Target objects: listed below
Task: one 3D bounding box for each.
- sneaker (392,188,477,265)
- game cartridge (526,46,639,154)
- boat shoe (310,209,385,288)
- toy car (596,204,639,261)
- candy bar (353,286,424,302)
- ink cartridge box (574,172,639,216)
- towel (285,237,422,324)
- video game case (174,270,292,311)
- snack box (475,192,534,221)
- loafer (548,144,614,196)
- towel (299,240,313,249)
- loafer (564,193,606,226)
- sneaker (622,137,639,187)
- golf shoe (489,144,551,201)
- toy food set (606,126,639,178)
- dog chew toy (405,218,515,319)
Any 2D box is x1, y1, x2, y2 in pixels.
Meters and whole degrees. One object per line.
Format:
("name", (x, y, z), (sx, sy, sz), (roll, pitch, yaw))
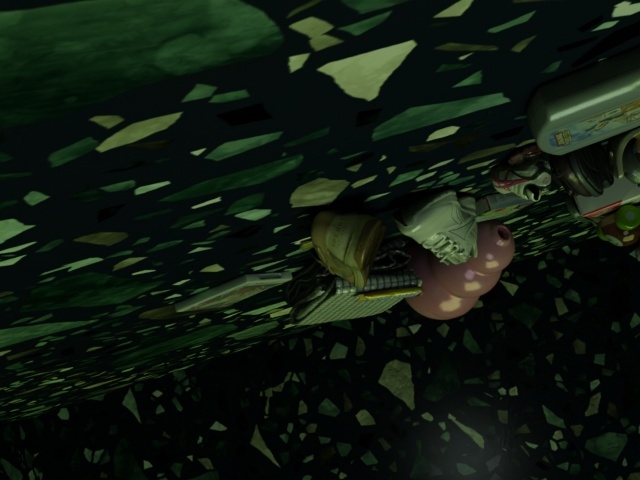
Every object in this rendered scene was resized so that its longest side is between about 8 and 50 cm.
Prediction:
("sneaker", (0.234, -0.020, 1.721), (0.111, 0.129, 0.297), (-21, 169, 30))
("game cartridge", (0.390, -0.187, 1.286), (0.198, 0.062, 0.297), (-25, 169, 15))
("boat shoe", (0.046, 0.003, 1.623), (0.110, 0.122, 0.341), (19, 170, 7))
("toy car", (0.697, 0.017, 1.976), (0.149, 0.188, 0.155), (-17, 170, -3))
("candy bar", (0.152, 0.118, 2.016), (0.161, 0.018, 0.040), (-5, 159, -20))
("ink cartridge box", (0.667, -0.125, 1.997), (0.172, 0.100, 0.237), (-23, 169, 33))
("towel", (0.065, 0.099, 2.126), (0.235, 0.121, 0.284), (-5, 161, -23))
("video game case", (-0.189, 0.112, 2.026), (0.201, 0.023, 0.183), (-22, 169, 28))
("snack box", (0.372, -0.072, 1.950), (0.141, 0.037, 0.100), (-11, 170, -34))
("loafer", (0.448, -0.119, 1.633), (0.095, 0.109, 0.302), (-18, 174, 27))
("towel", (0.000, 0.000, 1.768), (0.083, 0.009, 0.060), (-18, 170, -4))
("loafer", (0.697, -0.089, 2.298), (0.084, 0.096, 0.267), (-31, 163, 31))
("sneaker", (0.717, -0.123, 1.710), (0.340, 0.125, 0.139), (19, 144, -20))
("golf shoe", (0.344, -0.101, 1.591), (0.067, 0.086, 0.186), (-18, 172, -8))
("toy food set", (0.607, -0.177, 1.465), (0.306, 0.092, 0.220), (-21, -178, 15))
("dog chew toy", (0.325, 0.052, 2.143), (0.206, 0.207, 0.332), (-11, 160, -34))
